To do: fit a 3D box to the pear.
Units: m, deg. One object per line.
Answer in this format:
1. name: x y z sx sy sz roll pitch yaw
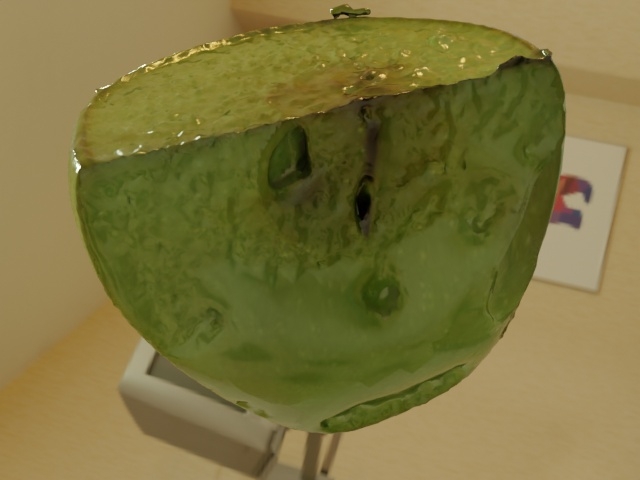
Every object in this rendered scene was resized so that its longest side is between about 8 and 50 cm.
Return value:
1. pear: 0.000 0.000 0.682 0.238 0.342 0.318 -119 18 -61
